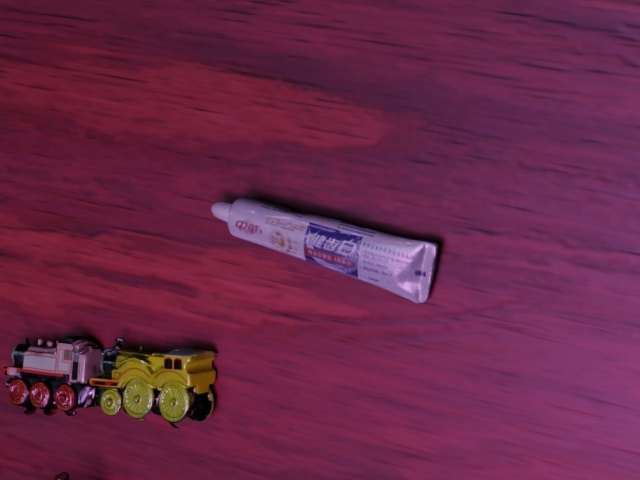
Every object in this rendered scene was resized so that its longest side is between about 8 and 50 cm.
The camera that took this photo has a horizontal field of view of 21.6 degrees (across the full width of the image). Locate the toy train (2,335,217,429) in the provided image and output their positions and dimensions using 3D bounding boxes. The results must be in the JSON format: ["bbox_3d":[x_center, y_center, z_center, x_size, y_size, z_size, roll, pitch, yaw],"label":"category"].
[{"bbox_3d":[-0.214,0.138,1.663,0.249,0.053,0.085,0,89,32],"label":"toy train"}]

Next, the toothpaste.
[{"bbox_3d":[0.000,0.000,1.517,0.233,0.038,0.060,17,110,26],"label":"toothpaste"}]

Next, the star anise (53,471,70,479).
[{"bbox_3d":[-0.236,0.364,1.663,0.220,0.125,0.190,116,146,-47],"label":"star anise"}]
